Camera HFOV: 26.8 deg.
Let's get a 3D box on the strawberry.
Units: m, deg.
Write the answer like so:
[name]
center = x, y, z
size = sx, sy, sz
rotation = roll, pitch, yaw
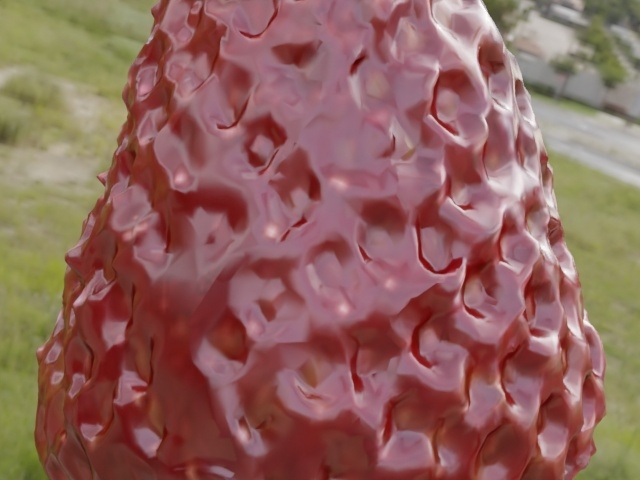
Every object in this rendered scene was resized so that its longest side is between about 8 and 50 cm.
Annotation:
[strawberry]
center = 0.000, 0.000, 0.465
size = 0.205, 0.244, 0.205
rotation = -1, 13, 0
